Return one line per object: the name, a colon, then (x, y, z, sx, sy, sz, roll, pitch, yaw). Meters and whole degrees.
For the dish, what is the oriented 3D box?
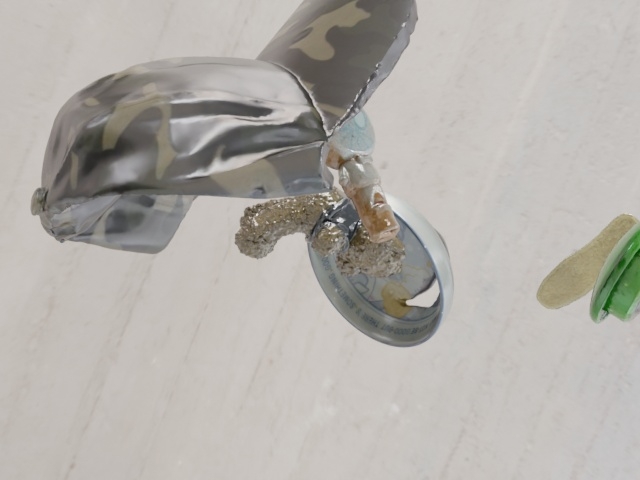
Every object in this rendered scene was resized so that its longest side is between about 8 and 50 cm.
dish: (0.122, 0.022, 1.519, 0.134, 0.273, 0.273, -33, 98, -36)

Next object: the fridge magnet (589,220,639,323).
fridge magnet: (0.488, 0.045, 1.472, 0.088, 0.208, 0.208, 36, 91, 23)

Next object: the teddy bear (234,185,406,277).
teddy bear: (0.002, -0.020, 1.354, 0.251, 0.182, 0.129, 14, 107, 4)

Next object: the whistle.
whistle: (0.034, -0.099, 1.153, 0.057, 0.107, 0.220, -38, 70, 39)

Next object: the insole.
insole: (0.522, 0.045, 1.842, 0.081, 0.011, 0.248, 46, 108, 6)

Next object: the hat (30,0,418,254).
hat: (-0.095, -0.145, 0.887, 0.257, 0.366, 0.382, 27, 63, -30)
